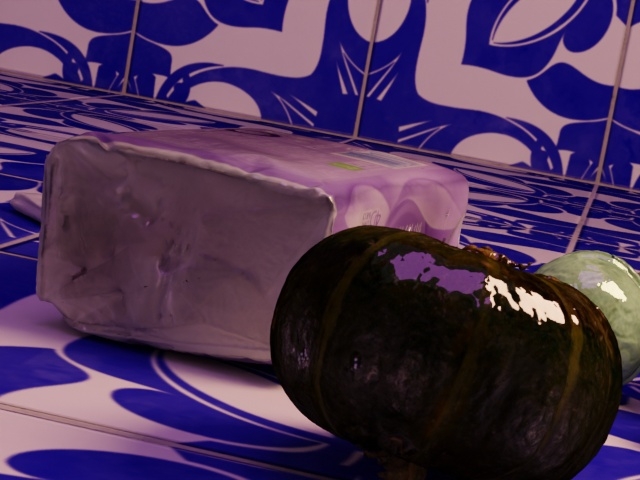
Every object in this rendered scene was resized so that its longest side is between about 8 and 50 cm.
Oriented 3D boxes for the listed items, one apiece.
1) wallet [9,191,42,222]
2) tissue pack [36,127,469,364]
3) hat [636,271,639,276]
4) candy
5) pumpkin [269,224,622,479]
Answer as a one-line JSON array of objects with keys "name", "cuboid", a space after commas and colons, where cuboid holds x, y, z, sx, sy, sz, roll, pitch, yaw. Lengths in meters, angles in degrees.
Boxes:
[{"name": "wallet", "cuboid": [-0.238, -0.026, 1.812, 0.124, 0.032, 0.183, 1, 13, -34]}, {"name": "tissue pack", "cuboid": [-0.047, 0.000, 1.414, 0.242, 0.160, 0.338, 12, 9, 22]}, {"name": "hat", "cuboid": [0.321, 0.075, 1.666, 0.122, 0.081, 0.166, 7, 18, -7]}, {"name": "candy", "cuboid": [0.228, 0.064, 1.563, 0.119, 0.119, 0.440, 11, 2, 5]}, {"name": "pumpkin", "cuboid": [0.075, 0.076, 1.059, 0.224, 0.157, 0.223, 21, -5, 2]}]
